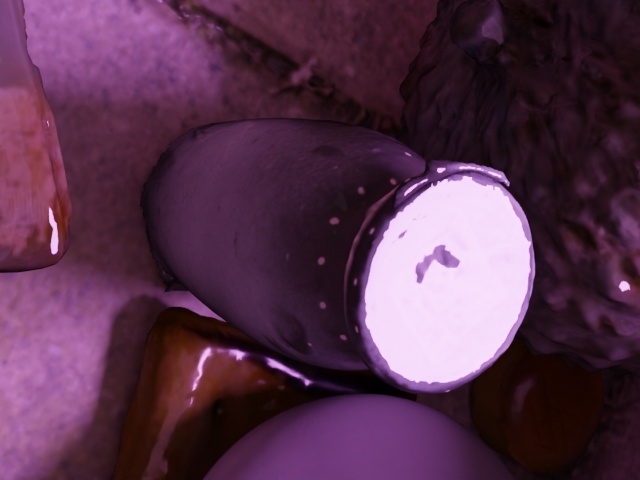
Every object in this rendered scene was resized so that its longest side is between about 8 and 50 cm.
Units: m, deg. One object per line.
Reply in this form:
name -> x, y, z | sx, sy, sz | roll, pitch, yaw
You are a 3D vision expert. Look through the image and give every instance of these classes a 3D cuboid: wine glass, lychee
wine glass -> 0.000, 0.000, 0.665 | 0.111, 0.204, 0.111 | -8, 104, -34
lychee -> 0.172, -0.054, 0.750 | 0.274, 0.255, 0.255 | 19, 84, -35

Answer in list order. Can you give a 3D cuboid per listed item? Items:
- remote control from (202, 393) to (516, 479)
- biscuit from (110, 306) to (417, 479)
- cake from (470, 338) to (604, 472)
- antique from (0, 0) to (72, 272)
remote control -> 0.007, 0.237, 0.693 | 0.221, 0.103, 0.332 | 25, 69, -22
biscuit -> -0.038, 0.137, 0.755 | 0.174, 0.039, 0.183 | 23, 83, -35
cake -> 0.131, 0.095, 0.860 | 0.084, 0.044, 0.084 | -5, 99, -32
antique -> -0.251, -0.038, 0.541 | 0.284, 0.125, 0.150 | -13, 101, -32
